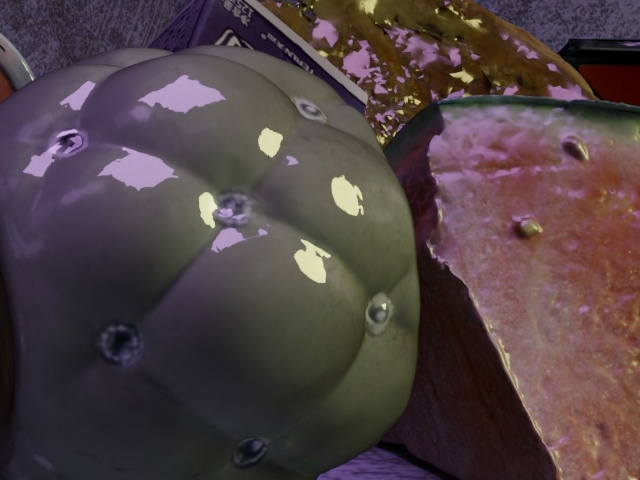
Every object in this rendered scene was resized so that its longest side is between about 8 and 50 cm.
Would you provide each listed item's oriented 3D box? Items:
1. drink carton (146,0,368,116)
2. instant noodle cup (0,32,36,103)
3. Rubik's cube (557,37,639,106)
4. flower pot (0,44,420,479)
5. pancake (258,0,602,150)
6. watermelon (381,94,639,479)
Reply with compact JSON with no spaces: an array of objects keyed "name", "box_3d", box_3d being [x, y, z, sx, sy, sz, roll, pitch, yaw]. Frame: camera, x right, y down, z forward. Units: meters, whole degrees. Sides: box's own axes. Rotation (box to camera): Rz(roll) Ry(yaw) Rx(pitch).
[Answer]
[{"name":"drink carton","box_3d":[-0.063,-0.047,1.025,0.102,0.134,0.222,-37,22,32]},{"name":"instant noodle cup","box_3d":[-0.349,-0.046,1.204,0.294,0.294,0.308,0,-1,-13]},{"name":"Rubik's cube","box_3d":[0.395,-0.089,1.730,0.246,0.248,0.250,7,10,28]},{"name":"flower pot","box_3d":[-0.075,0.024,0.792,0.195,0.246,0.246,-8,11,-29]},{"name":"pancake","box_3d":[0.069,-0.065,1.250,0.382,0.382,0.071,-1,-32,-22]},{"name":"watermelon","box_3d":[0.174,0.025,0.938,0.292,0.222,0.319,-5,9,-17]}]
